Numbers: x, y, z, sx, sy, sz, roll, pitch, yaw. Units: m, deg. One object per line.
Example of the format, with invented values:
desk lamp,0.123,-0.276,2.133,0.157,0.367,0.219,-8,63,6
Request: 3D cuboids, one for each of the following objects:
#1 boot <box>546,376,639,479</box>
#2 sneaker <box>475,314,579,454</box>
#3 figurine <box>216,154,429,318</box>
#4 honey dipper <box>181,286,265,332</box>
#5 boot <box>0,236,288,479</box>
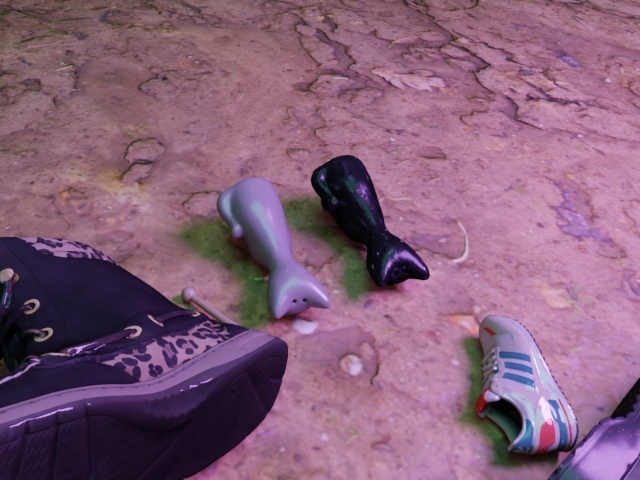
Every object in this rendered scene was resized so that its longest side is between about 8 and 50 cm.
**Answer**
boot,0.356,0.210,0.482,0.338,0.118,0.222,-35,55,-21
sneaker,0.186,0.141,0.578,0.075,0.057,0.161,-4,44,-15
figurine,0.000,0.000,0.717,0.214,0.092,0.209,-16,48,-18
honey dipper,-0.102,0.092,0.644,0.160,0.031,0.030,30,48,31
boot,-0.235,0.104,0.479,0.284,0.138,0.377,24,20,28
